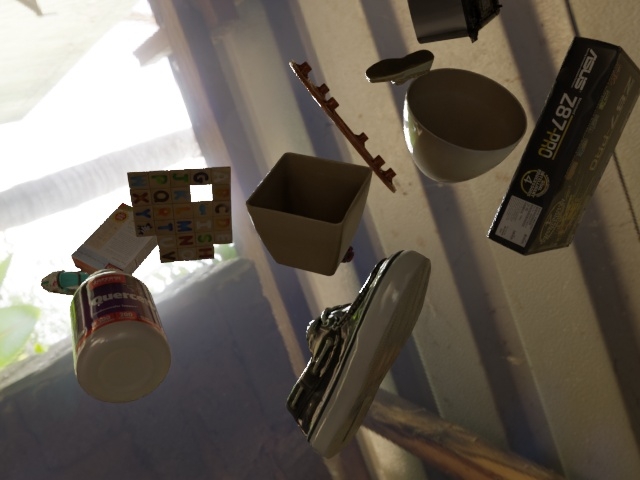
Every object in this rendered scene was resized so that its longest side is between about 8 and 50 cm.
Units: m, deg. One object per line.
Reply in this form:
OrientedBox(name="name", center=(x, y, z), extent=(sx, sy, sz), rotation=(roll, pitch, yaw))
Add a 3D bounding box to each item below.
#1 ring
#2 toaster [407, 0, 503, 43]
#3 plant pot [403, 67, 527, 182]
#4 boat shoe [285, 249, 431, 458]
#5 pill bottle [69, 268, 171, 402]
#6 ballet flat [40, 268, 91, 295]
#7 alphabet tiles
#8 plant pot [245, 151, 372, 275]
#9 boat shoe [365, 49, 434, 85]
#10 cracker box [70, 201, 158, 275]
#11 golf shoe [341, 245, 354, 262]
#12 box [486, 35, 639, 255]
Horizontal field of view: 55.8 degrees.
OrientedBox(name="ring", center=(0.055, -0.234, 1.221), extent=(0.032, 0.336, 0.336), rotation=(-39, -99, 10))
OrientedBox(name="toaster", center=(0.222, -0.430, 1.018), extent=(0.110, 0.185, 0.168), rotation=(-1, -61, 34))
OrientedBox(name="plant pot", center=(0.321, -0.248, 1.453), extent=(0.284, 0.284, 0.190), rotation=(42, -32, 20))
OrientedBox(name="boat shoe", center=(0.030, 0.141, 0.791), extent=(0.119, 0.121, 0.335), rotation=(35, -62, 23))
OrientedBox(name="pill bottle", center=(-0.435, 0.184, 1.290), extent=(0.323, 0.182, 0.181), rotation=(-135, -144, -56))
OrientedBox(name="ballet flat", center=(-0.758, 0.131, 1.831), extent=(0.077, 0.241, 0.091), rotation=(-11, -105, 8))
OrientedBox(name="alphabet tiles", center=(-0.282, -0.047, 1.246), extent=(0.009, 0.198, 0.237), rotation=(-109, -161, -48))
OrientedBox(name="plant pot", center=(-0.009, -0.024, 0.684), extent=(0.109, 0.109, 0.096), rotation=(13, -46, 17))
OrientedBox(name="boat shoe", center=(0.149, -0.314, 1.132), extent=(0.045, 0.136, 0.050), rotation=(84, -13, -54))
OrientedBox(name="cracker box", center=(-0.575, 0.012, 1.741), extent=(0.156, 0.232, 0.067), rotation=(25, -36, 11))
OrientedBox(name="golf shoe", center=(0.000, 0.000, 1.609), extent=(0.186, 0.067, 0.086), rotation=(42, -22, -21))
OrientedBox(name="box", center=(0.496, -0.170, 1.204), extent=(0.097, 0.318, 0.394), rotation=(28, -72, 29))
